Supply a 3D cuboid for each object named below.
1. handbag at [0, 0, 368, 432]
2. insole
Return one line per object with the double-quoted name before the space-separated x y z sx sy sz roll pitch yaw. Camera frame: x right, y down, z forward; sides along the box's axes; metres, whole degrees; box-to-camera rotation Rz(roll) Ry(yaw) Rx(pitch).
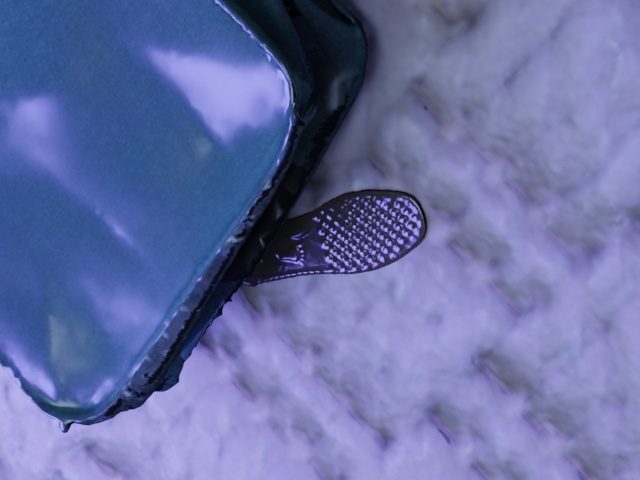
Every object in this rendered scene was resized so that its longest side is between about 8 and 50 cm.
"handbag" -0.128 -0.078 1.007 0.274 0.100 0.269 41 121 16
"insole" 0.000 0.000 1.024 0.135 0.002 0.045 -12 104 35
